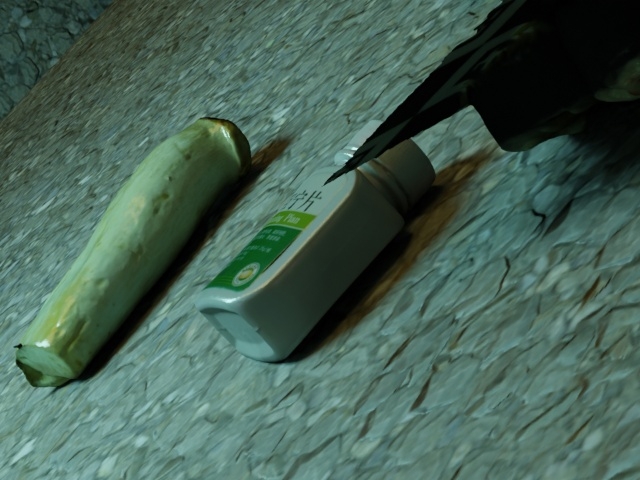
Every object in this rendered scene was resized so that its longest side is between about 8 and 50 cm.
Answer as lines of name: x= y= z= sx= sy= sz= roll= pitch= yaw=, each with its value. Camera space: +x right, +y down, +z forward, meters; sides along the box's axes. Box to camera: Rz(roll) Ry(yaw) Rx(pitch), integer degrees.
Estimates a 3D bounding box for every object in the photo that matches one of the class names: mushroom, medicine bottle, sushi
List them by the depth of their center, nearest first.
sushi: x=0.207 y=-0.133 z=1.167 sx=0.296 sy=0.100 sz=0.373 roll=-30 pitch=-10 yaw=-41
medicine bottle: x=0.000 y=0.000 z=1.366 sx=0.183 sy=0.069 sz=0.119 roll=-46 pitch=13 yaw=-17
mushroom: x=-0.169 y=0.001 z=1.758 sx=0.312 sy=0.081 sz=0.100 roll=-54 pitch=13 yaw=-31
